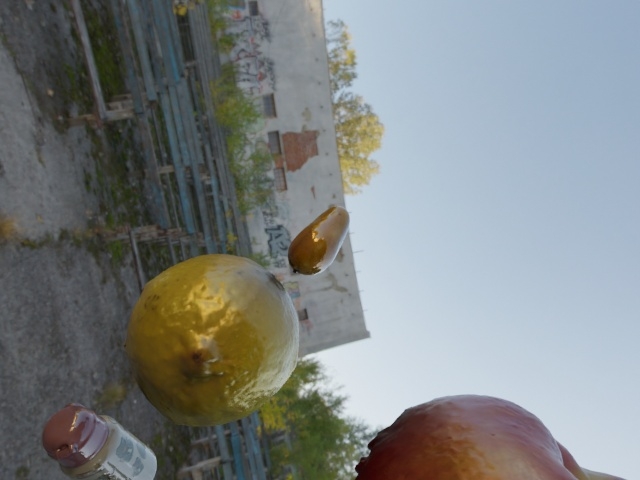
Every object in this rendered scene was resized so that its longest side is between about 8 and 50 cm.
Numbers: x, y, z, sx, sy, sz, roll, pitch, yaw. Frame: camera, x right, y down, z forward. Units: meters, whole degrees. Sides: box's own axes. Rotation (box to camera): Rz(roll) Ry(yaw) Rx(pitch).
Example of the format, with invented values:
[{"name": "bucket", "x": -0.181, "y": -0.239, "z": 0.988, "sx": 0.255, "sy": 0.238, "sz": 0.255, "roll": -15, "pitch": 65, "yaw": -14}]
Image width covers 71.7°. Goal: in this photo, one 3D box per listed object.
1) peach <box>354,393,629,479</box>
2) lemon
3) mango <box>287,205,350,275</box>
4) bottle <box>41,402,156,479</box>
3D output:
[{"name": "peach", "x": 0.157, "y": 0.334, "z": 0.315, "sx": 0.310, "sy": 0.335, "sz": 0.406, "roll": 1, "pitch": -113, "yaw": 41}, {"name": "lemon", "x": -0.156, "y": 0.143, "z": 0.668, "sx": 0.284, "sy": 0.260, "sz": 0.260, "roll": -96, "pitch": -179, "yaw": -68}, {"name": "mango", "x": -0.002, "y": 0.003, "z": 0.905, "sx": 0.115, "sy": 0.090, "sz": 0.178, "roll": -55, "pitch": 180, "yaw": 44}, {"name": "bottle", "x": -0.425, "y": 0.405, "z": 0.851, "sx": 0.120, "sy": 0.120, "sz": 0.253, "roll": -118, "pitch": -172, "yaw": -49}]
